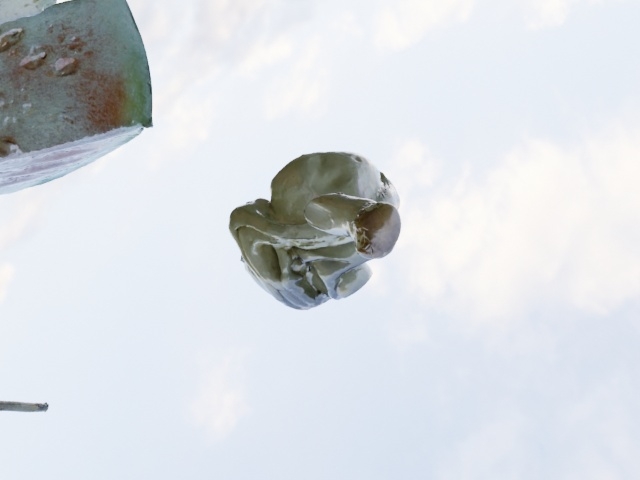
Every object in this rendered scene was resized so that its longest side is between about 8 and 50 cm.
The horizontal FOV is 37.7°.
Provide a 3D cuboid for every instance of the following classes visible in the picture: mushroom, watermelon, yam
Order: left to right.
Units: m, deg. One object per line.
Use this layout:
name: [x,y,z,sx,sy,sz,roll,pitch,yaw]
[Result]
watermelon: [-0.398,-0.175,1.149,0.387,0.258,0.229,-10,-84,30]
yam: [-0.365,0.199,1.125,0.014,0.107,0.014,-5,-103,24]
mushroom: [0.044,-0.029,1.404,0.209,0.071,0.084,22,-61,59]

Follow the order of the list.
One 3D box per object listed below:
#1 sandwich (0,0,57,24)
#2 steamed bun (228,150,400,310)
sandwich: [-0.337,-0.303,0.899,0.155,0.198,0.227,-29,-165,-38]
steamed bun: [0.000,0.000,1.836,0.352,0.339,0.247,-27,-112,13]
